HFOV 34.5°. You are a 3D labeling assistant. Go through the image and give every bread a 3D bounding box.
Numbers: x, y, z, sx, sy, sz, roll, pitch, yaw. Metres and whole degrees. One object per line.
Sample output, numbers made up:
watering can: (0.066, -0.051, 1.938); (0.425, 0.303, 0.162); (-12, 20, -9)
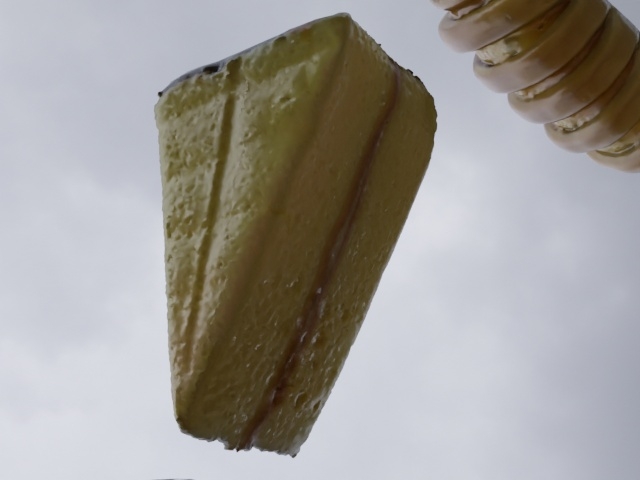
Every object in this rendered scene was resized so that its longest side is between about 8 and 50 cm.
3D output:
bread: (0.245, -0.176, 1.039); (0.311, 0.173, 0.121); (37, -99, -16)
bread: (-0.001, 0.004, 0.721); (0.168, 0.163, 0.264); (27, -129, -54)

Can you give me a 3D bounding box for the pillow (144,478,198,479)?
pillow: (-0.180, 0.276, 0.989); (0.130, 0.217, 0.033); (-3, -79, -1)
